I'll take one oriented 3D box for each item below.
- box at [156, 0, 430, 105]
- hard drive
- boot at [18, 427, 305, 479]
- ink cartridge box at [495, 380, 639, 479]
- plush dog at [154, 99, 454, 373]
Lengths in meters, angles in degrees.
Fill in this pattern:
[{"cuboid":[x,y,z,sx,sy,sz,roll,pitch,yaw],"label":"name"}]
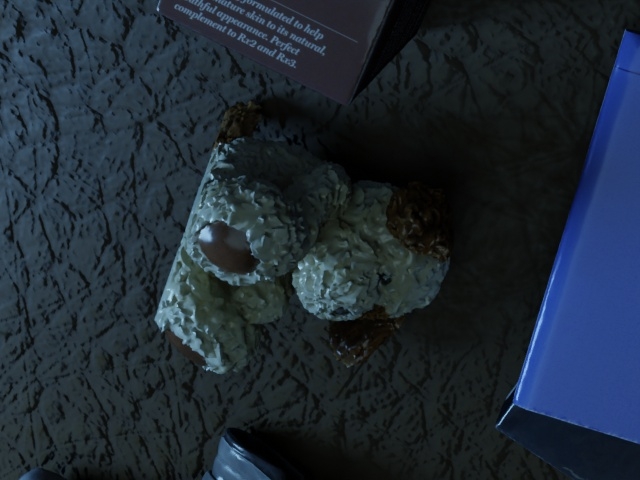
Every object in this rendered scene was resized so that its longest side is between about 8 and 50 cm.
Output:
[{"cuboid":[0.007,-0.236,1.173,0.168,0.203,0.167,27,119,6],"label":"box"},{"cuboid":[0.300,0.013,1.230,0.210,0.040,0.319,16,104,7],"label":"hard drive"},{"cuboid":[-0.133,0.269,1.508,0.338,0.118,0.223,33,103,14],"label":"boot"},{"cuboid":[0.334,0.183,1.329,0.332,0.065,0.165,31,118,2],"label":"ink cartridge box"},{"cuboid":[0.000,0.000,1.320,0.225,0.211,0.262,19,147,-6],"label":"plush dog"}]
